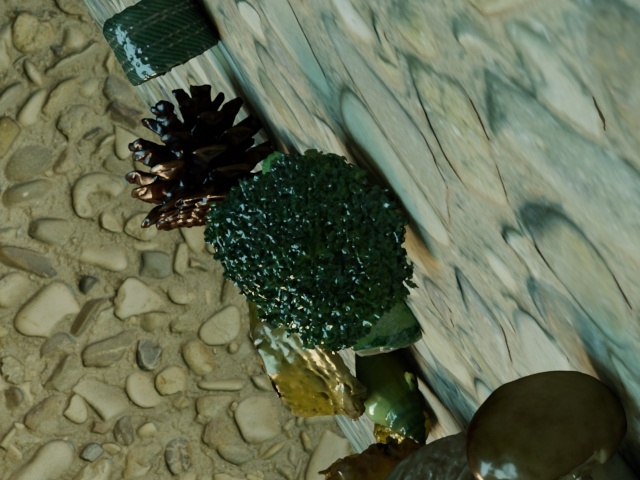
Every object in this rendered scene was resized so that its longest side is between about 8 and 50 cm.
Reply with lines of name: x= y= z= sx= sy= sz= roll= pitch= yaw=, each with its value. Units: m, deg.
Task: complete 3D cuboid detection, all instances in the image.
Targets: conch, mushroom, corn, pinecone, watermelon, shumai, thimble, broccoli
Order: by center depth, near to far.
mushroom: x=0.197 y=0.230 z=0.969 sx=0.128 sy=0.128 sz=0.350 roll=49 pitch=167 yaw=50
broccoli: x=0.000 y=0.000 z=1.241 sx=0.219 sy=0.194 sz=0.194 roll=16 pitch=161 yaw=12
shumai: x=0.157 y=0.297 z=1.371 sx=0.166 sy=0.206 sz=0.175 roll=58 pitch=-165 yaw=20
watermelon: x=0.033 y=0.068 z=1.507 sx=0.121 sy=0.098 sz=0.158 roll=60 pitch=176 yaw=-18
thimble: x=-0.191 y=-0.246 z=1.547 sx=0.090 sy=0.118 sz=0.135 roll=63 pitch=-172 yaw=-8
pinecone: x=-0.155 y=-0.103 z=1.651 sx=0.208 sy=0.207 sz=0.208 roll=56 pitch=173 yaw=11
conch: x=0.088 y=0.183 z=1.690 sx=0.095 sy=0.079 sz=0.201 roll=58 pitch=-166 yaw=-53
corn: x=0.120 y=0.274 z=1.874 sx=0.080 sy=0.080 sz=0.231 roll=56 pitch=172 yaw=7

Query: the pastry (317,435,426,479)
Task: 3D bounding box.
pastry: x=0.143 y=0.446 z=1.577 sx=0.337 sy=0.292 sz=0.405 roll=-103 pitch=-5 yaw=-54

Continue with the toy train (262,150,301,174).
toy train: x=-0.031 y=-0.030 z=1.544 sx=0.149 sy=0.081 sz=0.099 roll=56 pitch=174 yaw=7

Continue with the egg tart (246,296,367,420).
egg tart: x=-0.032 y=0.140 z=1.617 sx=0.232 sy=0.098 sz=0.252 roll=57 pitch=173 yaw=4
